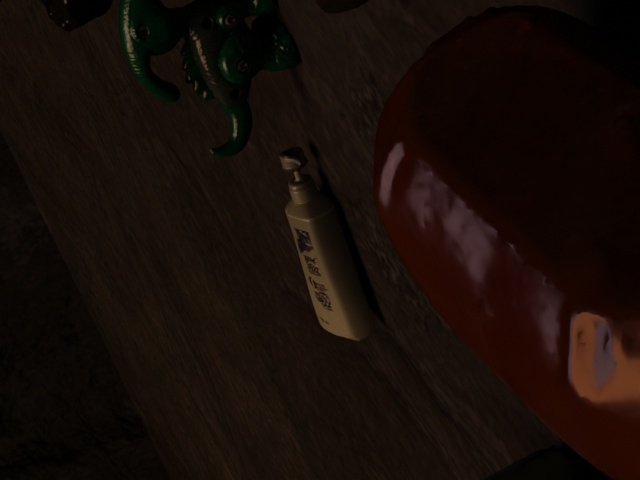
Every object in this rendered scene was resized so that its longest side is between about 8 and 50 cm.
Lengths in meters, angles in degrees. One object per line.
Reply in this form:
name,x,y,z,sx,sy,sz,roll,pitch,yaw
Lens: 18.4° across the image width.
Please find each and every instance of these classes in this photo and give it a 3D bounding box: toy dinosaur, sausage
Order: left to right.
toy dinosaur,-0.070,-0.113,1.213,0.059,0.096,0.132,38,150,63
sausage,0.108,0.008,0.709,0.258,0.133,0.133,44,158,45

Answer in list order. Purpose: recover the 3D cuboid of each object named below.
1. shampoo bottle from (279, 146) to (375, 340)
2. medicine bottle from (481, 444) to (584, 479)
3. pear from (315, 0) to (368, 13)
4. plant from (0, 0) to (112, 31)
shampoo bottle,0.000,0.000,1.307,0.049,0.034,0.141,-129,18,-61
medicine bottle,0.113,0.212,1.065,0.168,0.135,0.135,62,167,8
pear,0.008,-0.171,0.795,0.141,0.104,0.141,56,-169,-17
plant,-0.175,-0.199,1.223,0.131,0.203,0.142,60,164,-23
